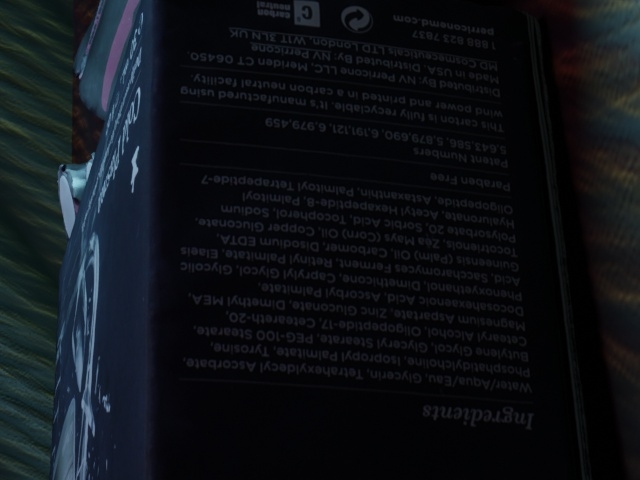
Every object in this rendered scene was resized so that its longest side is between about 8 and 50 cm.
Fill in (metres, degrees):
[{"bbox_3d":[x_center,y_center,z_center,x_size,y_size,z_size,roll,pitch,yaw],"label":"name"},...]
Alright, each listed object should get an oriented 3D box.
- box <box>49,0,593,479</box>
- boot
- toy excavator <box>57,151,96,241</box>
[{"bbox_3d":[-0.032,0.137,1.197,0.480,0.297,0.472,120,150,-58],"label":"box"},{"bbox_3d":[-0.188,-0.336,1.954,0.445,0.146,0.367,-62,13,22],"label":"boot"},{"bbox_3d":[-0.156,0.114,1.866,0.433,0.222,0.445,171,89,-71],"label":"toy excavator"}]
